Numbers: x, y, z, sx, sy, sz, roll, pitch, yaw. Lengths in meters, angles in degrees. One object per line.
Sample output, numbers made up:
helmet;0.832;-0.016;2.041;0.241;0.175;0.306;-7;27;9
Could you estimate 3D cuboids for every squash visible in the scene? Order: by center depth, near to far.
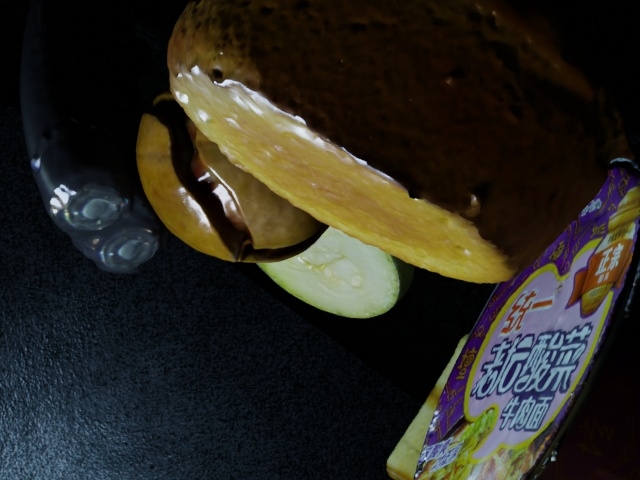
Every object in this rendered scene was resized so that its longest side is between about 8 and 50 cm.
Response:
squash;0.000;0.000;1.796;0.252;0.049;0.252;27;146;20

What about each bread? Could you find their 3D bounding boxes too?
bread;0.043;-0.099;0.956;0.312;0.172;0.312;33;170;7
bread;0.302;0.323;2.074;0.245;0.233;0.361;24;170;46

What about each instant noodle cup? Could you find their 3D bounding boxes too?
instant noodle cup;0.248;0.144;1.047;0.266;0.340;0.340;29;172;-6

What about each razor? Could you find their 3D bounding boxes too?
razor;-0.236;-0.133;1.509;0.189;0.107;0.327;59;-164;-52

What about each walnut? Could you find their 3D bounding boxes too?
walnut;-0.074;-0.081;1.427;0.209;0.209;0.336;37;-178;-8

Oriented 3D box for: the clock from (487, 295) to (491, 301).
clock;0.301;0.119;1.526;0.280;0.055;0.280;35;172;6
